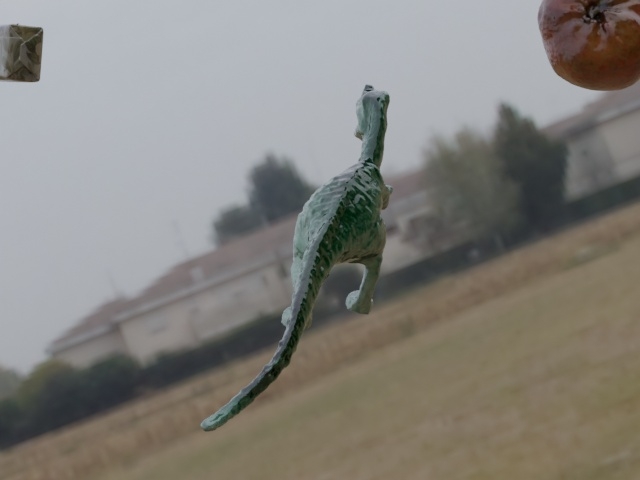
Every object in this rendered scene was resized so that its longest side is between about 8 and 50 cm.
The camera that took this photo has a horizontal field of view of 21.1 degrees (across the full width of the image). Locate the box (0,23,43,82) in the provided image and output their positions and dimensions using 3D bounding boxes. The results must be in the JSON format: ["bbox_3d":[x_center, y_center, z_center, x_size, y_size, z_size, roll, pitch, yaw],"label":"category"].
[{"bbox_3d":[-0.335,-0.200,1.833,0.045,0.062,0.098,3,5,-35],"label":"box"}]

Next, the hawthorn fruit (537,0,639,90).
[{"bbox_3d":[0.263,-0.200,1.624,0.128,0.128,0.128,-21,-2,-1],"label":"hawthorn fruit"}]

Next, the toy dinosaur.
[{"bbox_3d":[0.003,0.038,1.278,0.076,0.129,0.383,4,44,13],"label":"toy dinosaur"}]
